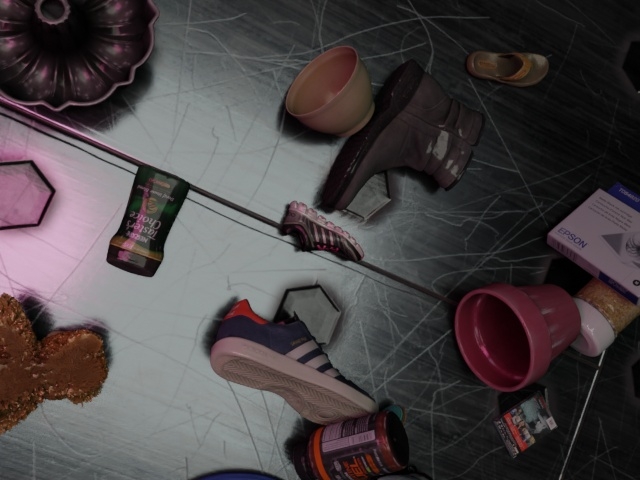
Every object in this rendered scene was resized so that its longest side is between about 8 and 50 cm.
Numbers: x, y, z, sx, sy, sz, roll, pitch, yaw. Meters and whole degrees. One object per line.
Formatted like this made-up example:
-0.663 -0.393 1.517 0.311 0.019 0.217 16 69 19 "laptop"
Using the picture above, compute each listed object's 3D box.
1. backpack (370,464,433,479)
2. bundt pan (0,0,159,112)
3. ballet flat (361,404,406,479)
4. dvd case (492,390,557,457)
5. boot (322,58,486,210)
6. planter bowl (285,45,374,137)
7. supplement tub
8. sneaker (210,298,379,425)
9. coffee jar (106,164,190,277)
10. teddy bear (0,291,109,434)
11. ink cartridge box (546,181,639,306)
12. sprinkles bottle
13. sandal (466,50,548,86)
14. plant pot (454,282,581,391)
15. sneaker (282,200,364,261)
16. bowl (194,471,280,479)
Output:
0.145 0.486 1.198 0.182 0.115 0.152 32 74 -52 "backpack"
-0.438 -0.367 1.107 0.331 0.124 0.330 0 89 -14 "bundt pan"
0.098 0.404 1.256 0.206 0.073 0.067 -47 126 -8 "ballet flat"
0.420 0.375 1.356 0.119 0.013 0.087 -29 95 -12 "dvd case"
0.171 -0.157 1.264 0.223 0.118 0.338 35 85 -16 "boot"
0.031 -0.259 1.218 0.109 0.162 0.162 42 78 -37 "planter bowl"
0.051 0.375 1.182 0.198 0.106 0.106 -22 94 22 "supplement tub"
-0.029 0.218 1.200 0.350 0.131 0.148 34 41 -26 "sneaker"
-0.301 -0.032 1.153 0.096 0.079 0.184 20 84 -13 "coffee jar"
-0.521 0.206 1.060 0.338 0.113 0.245 -23 113 -17 "teddy bear"
0.619 -0.010 1.335 0.224 0.045 0.223 -39 54 -13 "ink cartridge box"
0.641 0.084 1.367 0.355 0.121 0.121 -38 97 -13 "sprinkles bottle"
0.388 -0.357 1.354 0.180 0.049 0.072 3 88 -14 "sandal"
0.391 0.168 1.275 0.180 0.201 0.201 -14 92 -29 "plant pot"
0.000 0.000 1.238 0.170 0.063 0.075 34 80 -6 "sneaker"
-0.156 0.614 1.171 0.391 0.077 0.391 1 88 -14 "bowl"
